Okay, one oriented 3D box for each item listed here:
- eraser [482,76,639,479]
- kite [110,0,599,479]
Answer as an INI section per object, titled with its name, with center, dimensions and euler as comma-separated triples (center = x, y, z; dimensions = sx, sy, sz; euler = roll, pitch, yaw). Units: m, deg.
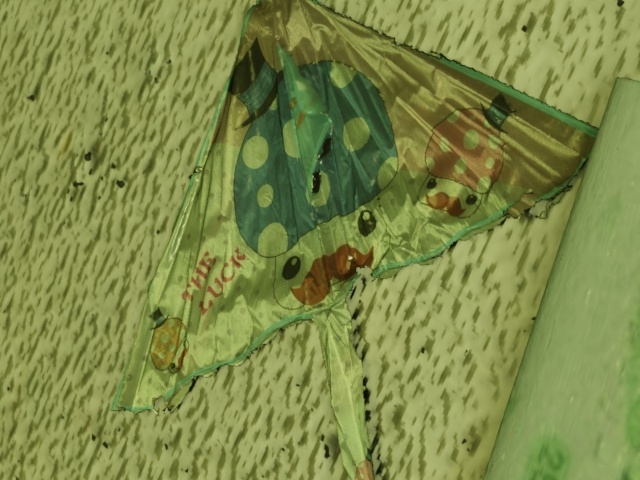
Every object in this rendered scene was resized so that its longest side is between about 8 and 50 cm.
[eraser]
center = 0.170, 0.054, 0.788
dimensions = 0.174, 0.081, 0.227
euler = 22, 96, 45
[kite]
center = 0.000, 0.000, 1.017
dimensions = 0.406, 0.014, 0.369
euler = -30, 61, 37
